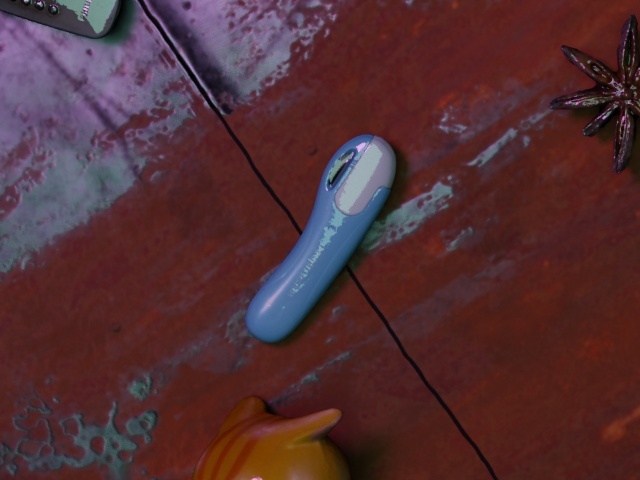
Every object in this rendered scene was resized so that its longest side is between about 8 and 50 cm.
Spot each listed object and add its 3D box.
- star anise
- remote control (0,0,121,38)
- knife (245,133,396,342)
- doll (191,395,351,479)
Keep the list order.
[{"bbox_3d":[0.273,-0.131,1.365,0.141,0.042,0.141,1,95,11],"label":"star anise"},{"bbox_3d":[-0.286,-0.246,1.434,0.222,0.042,0.072,23,99,6],"label":"remote control"},{"bbox_3d":[0.000,0.000,1.427,0.064,0.031,0.222,33,103,0],"label":"knife"},{"bbox_3d":[-0.038,0.289,1.401,0.167,0.162,0.269,-1,104,39],"label":"doll"}]
